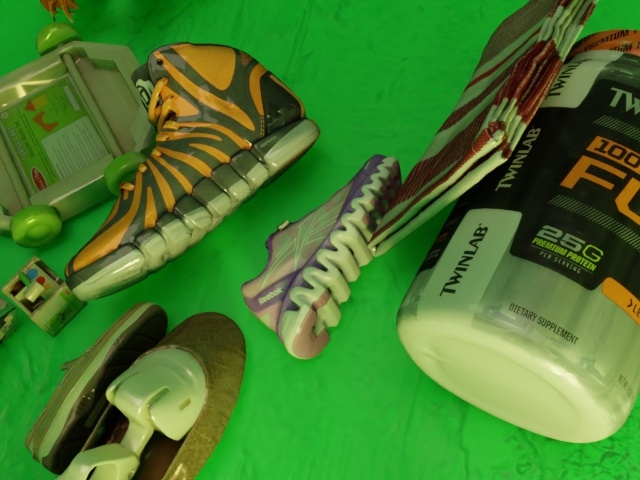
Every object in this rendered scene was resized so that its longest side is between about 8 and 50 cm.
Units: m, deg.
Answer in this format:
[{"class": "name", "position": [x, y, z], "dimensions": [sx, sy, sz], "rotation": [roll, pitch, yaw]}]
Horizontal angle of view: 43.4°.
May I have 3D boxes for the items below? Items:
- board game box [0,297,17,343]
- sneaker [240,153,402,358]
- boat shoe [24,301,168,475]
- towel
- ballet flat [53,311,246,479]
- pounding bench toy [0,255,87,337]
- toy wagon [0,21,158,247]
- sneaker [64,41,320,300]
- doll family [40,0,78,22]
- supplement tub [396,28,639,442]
[{"class": "board game box", "position": [-0.510, 0.061, 0.825], "dimensions": [0.317, 0.046, 0.213], "rotation": [30, 42, 12]}, {"class": "sneaker", "position": [0.000, 0.000, 0.829], "dimensions": [0.104, 0.095, 0.236], "rotation": [23, 69, 29]}, {"class": "boat shoe", "position": [-0.232, 0.136, 0.811], "dimensions": [0.072, 0.068, 0.190], "rotation": [22, 68, 33]}, {"class": "towel", "position": [0.166, -0.147, 0.774], "dimensions": [0.037, 0.237, 0.329], "rotation": [37, 60, -5]}, {"class": "ballet flat", "position": [-0.180, 0.198, 0.731], "dimensions": [0.116, 0.124, 0.342], "rotation": [25, 69, 21]}, {"class": "pounding bench toy", "position": [-0.302, 0.051, 0.856], "dimensions": [0.065, 0.083, 0.052], "rotation": [35, 73, 24]}, {"class": "toy wagon", "position": [-0.359, -0.111, 0.965], "dimensions": [0.344, 0.068, 0.267], "rotation": [-30, 61, -6]}, {"class": "sneaker", "position": [-0.168, -0.087, 0.854], "dimensions": [0.321, 0.124, 0.180], "rotation": [-40, 90, -24]}, {"class": "doll family", "position": [-0.273, -0.340, 1.024], "dimensions": [0.262, 0.163, 0.119], "rotation": [-1, 105, 7]}, {"class": "supplement tub", "position": [0.227, -0.012, 0.723], "dimensions": [0.207, 0.207, 0.338], "rotation": [23, 69, 21]}]
